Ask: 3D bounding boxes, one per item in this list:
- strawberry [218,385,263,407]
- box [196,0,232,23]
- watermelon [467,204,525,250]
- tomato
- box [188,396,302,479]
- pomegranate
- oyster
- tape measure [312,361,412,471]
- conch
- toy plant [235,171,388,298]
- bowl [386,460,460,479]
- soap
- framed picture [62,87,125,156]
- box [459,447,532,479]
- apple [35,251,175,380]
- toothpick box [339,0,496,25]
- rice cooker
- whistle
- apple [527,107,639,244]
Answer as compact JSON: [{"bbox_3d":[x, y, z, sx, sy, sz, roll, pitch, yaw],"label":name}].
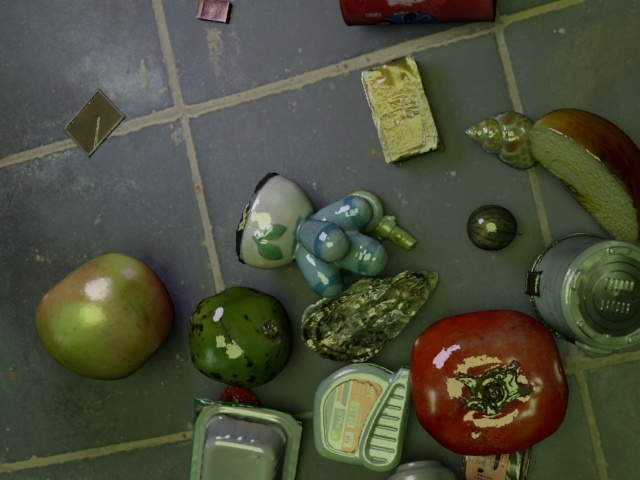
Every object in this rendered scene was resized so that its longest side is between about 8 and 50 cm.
[{"bbox_3d":[-0.202,0.437,1.979,0.147,0.082,0.187,-6,85,7],"label":"strawberry"},{"bbox_3d":[-0.265,-0.572,2.008,0.082,0.023,0.051,12,93,14],"label":"box"},{"bbox_3d":[0.396,-0.026,1.802,0.133,0.105,0.105,10,93,-1],"label":"watermelon"},{"bbox_3d":[0.352,0.296,1.715,0.325,0.290,0.293,-18,86,7],"label":"tomato"},{"bbox_3d":[-0.194,0.553,1.902,0.264,0.106,0.336,9,108,5],"label":"box"},{"bbox_3d":[-0.198,0.228,1.894,0.271,0.254,0.254,-7,88,43],"label":"pomegranate"},{"bbox_3d":[0.120,0.165,1.865,0.351,0.158,0.162,-29,126,6],"label":"oyster"},{"bbox_3d":[0.106,0.397,1.869,0.246,0.125,0.243,10,86,12],"label":"tape measure"},{"bbox_3d":[0.425,-0.227,1.794,0.173,0.106,0.116,45,120,-4],"label":"conch"},{"bbox_3d":[0.000,0.000,1.828,0.332,0.247,0.247,21,96,18],"label":"toy plant"},{"bbox_3d":[0.229,0.562,1.809,0.211,0.211,0.112,-13,62,14],"label":"bowl"},{"bbox_3d":[0.190,-0.299,1.866,0.135,0.076,0.233,-17,87,15],"label":"soap"},{"bbox_3d":[-0.592,-0.307,2.102,0.149,0.011,0.109,-45,80,11],"label":"framed picture"},{"bbox_3d":[0.388,0.487,1.786,0.135,0.151,0.151,9,93,21],"label":"box"},{"bbox_3d":[-0.508,0.187,1.936,0.319,0.319,0.277,-38,94,12],"label":"apple"},{"bbox_3d":[0.221,-0.583,1.790,0.333,0.204,0.204,2,91,15],"label":"toothpick box"},{"bbox_3d":[0.574,0.107,1.692,0.281,0.227,0.241,4,93,-7],"label":"rice cooker"},{"bbox_3d":[0.138,-0.044,1.897,0.198,0.057,0.104,32,109,5],"label":"whistle"},{"bbox_3d":[0.588,-0.143,1.685,0.346,0.254,0.179,47,128,-1],"label":"apple"}]
